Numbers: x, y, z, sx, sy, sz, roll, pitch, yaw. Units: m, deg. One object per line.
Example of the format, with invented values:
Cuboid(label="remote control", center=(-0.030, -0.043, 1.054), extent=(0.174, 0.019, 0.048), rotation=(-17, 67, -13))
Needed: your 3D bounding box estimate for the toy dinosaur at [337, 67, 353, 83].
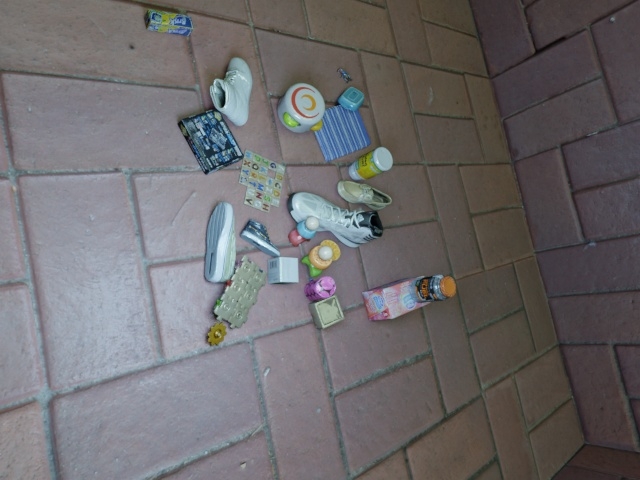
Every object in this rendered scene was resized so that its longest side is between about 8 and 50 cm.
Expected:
Cuboid(label="toy dinosaur", center=(0.122, -0.858, 2.219), extent=(0.082, 0.047, 0.090), rotation=(54, 20, -3))

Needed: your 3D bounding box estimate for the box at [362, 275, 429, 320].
Cuboid(label="box", center=(0.366, 0.272, 2.036), extent=(0.300, 0.154, 0.142), rotation=(-12, 86, -39))

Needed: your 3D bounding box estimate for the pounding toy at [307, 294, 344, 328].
Cuboid(label="pounding toy", center=(0.033, 0.307, 1.824), extent=(0.141, 0.100, 0.130), rotation=(-19, 90, -28))

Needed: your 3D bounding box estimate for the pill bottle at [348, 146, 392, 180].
Cuboid(label="pill bottle", center=(0.235, -0.362, 2.058), extent=(0.117, 0.208, 0.118), rotation=(10, 73, -36))

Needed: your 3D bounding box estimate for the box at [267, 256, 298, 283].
Cuboid(label="box", center=(-0.151, 0.123, 1.713), extent=(0.087, 0.101, 0.102), rotation=(5, 78, -37))

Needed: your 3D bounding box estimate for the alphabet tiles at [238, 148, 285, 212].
Cuboid(label="alphabet tiles", center=(-0.248, -0.241, 1.789), extent=(0.198, 0.009, 0.237), rotation=(20, 67, -32))

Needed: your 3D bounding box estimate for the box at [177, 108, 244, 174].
Cuboid(label="box", center=(-0.423, -0.388, 1.665), extent=(0.175, 0.051, 0.220), rotation=(-34, 100, -38))

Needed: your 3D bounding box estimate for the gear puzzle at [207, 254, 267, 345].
Cuboid(label="gear puzzle", center=(-0.321, 0.231, 1.582), extent=(0.175, 0.044, 0.339), rotation=(48, 60, -48))

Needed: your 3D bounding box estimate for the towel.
Cuboid(label="towel", center=(0.099, -0.545, 2.118), extent=(0.336, 0.040, 0.243), rotation=(-28, 98, -36))

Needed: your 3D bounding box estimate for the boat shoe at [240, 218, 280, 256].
Cuboid(label="boat shoe", center=(-0.226, -0.009, 1.711), extent=(0.183, 0.065, 0.083), rotation=(36, 61, -24))

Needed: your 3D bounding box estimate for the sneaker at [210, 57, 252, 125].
Cuboid(label="sneaker", center=(-0.357, -0.627, 1.702), extent=(0.169, 0.108, 0.293), rotation=(24, 60, -67))

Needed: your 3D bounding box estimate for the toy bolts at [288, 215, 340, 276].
Cuboid(label="toy bolts", center=(0.000, 0.000, 1.787), extent=(0.218, 0.158, 0.228), rotation=(-28, 79, -40))

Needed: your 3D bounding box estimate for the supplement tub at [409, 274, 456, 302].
Cuboid(label="supplement tub", center=(0.510, 0.219, 1.940), extent=(0.117, 0.190, 0.117), rotation=(10, 72, -35))

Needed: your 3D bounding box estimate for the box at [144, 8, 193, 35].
Cuboid(label="box", center=(-0.584, -0.840, 1.650), extent=(0.169, 0.059, 0.054), rotation=(-12, 89, -38))

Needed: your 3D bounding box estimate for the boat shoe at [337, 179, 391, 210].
Cuboid(label="boat shoe", center=(0.217, -0.228, 2.082), extent=(0.302, 0.098, 0.109), rotation=(19, 68, -33))

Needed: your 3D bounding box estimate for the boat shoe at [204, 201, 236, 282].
Cuboid(label="boat shoe", center=(-0.363, 0.010, 1.594), extent=(0.094, 0.109, 0.302), rotation=(17, 77, -49))

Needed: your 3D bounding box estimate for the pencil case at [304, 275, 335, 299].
Cuboid(label="pencil case", center=(0.000, 0.193, 1.741), extent=(0.098, 0.209, 0.095), rotation=(-24, 89, -18))

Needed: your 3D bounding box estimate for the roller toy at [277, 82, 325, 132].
Cuboid(label="roller toy", center=(-0.087, -0.587, 1.908), extent=(0.209, 0.146, 0.191), rotation=(-7, 85, -26))

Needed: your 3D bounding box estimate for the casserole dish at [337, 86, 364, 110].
Cuboid(label="casserole dish", center=(0.160, -0.722, 2.163), extent=(0.114, 0.037, 0.188), rotation=(33, 46, 1))

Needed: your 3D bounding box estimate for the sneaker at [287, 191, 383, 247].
Cuboid(label="sneaker", center=(0.093, -0.117, 1.858), extent=(0.447, 0.257, 0.169), rotation=(24, 65, -30))
